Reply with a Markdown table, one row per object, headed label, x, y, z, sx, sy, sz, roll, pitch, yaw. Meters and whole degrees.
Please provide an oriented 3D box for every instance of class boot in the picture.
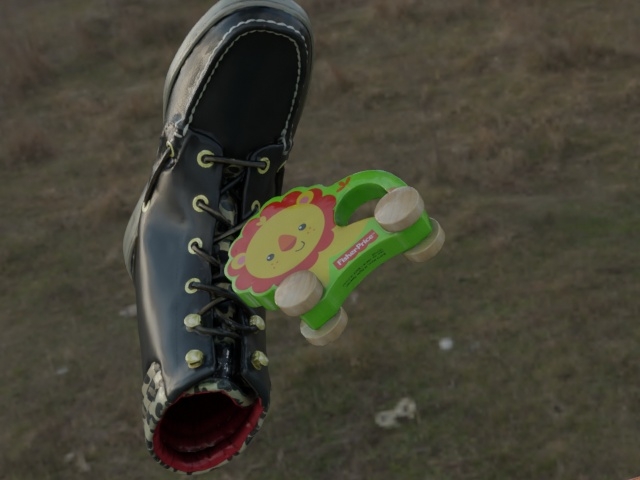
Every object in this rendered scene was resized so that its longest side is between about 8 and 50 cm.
| label | x | y | z | sx | sy | sz | roll | pitch | yaw |
| --- | --- | --- | --- | --- | --- | --- | --- | --- | --- |
| boot | -0.051 | 0.000 | 0.607 | 0.085 | 0.236 | 0.178 | 9 | 43 | -22 |

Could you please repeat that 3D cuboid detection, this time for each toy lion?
| label | x | y | z | sx | sy | sz | roll | pitch | yaw |
| --- | --- | --- | --- | --- | --- | --- | --- | --- | --- |
| toy lion | 0.000 | 0.000 | 0.543 | 0.100 | 0.034 | 0.096 | -40 | 37 | 0 |

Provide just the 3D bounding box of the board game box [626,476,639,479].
| label | x | y | z | sx | sy | sz | roll | pitch | yaw |
| --- | --- | --- | --- | --- | --- | --- | --- | --- | --- |
| board game box | 0.191 | 0.308 | 0.936 | 0.281 | 0.145 | 0.027 | -17 | -25 | 3 |
